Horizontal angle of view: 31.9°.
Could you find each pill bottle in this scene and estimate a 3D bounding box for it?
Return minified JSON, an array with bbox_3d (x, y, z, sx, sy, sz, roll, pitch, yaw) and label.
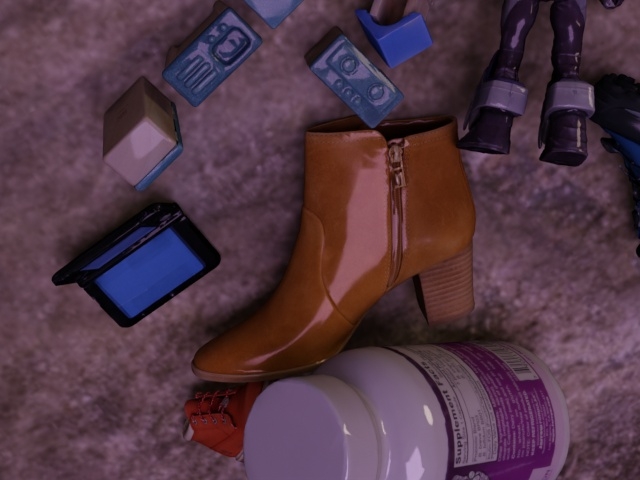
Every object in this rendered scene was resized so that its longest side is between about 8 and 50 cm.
[{"bbox_3d":[0.081,0.179,1.018,0.301,0.169,0.169,2,118,-45],"label":"pill bottle"}]

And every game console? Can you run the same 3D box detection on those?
[{"bbox_3d":[-0.167,0.026,1.030,0.122,0.107,0.071,-35,87,6],"label":"game console"}]

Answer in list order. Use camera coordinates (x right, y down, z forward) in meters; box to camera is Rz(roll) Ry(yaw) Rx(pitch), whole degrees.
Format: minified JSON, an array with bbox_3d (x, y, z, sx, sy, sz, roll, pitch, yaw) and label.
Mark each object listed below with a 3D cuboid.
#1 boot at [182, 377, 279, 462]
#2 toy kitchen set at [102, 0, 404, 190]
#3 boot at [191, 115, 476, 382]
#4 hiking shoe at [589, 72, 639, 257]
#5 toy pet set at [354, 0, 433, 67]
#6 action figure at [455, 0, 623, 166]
[{"bbox_3d":[-0.089,0.167,1.084,0.084,0.059,0.158,20,144,-7],"label":"boot"},{"bbox_3d":[-0.056,-0.107,0.958,0.207,0.122,0.166,-43,114,11],"label":"toy kitchen set"},{"bbox_3d":[0.001,0.000,1.038,0.295,0.104,0.211,-16,111,-8],"label":"boot"},{"bbox_3d":[0.341,-0.035,1.057,0.304,0.113,0.132,34,106,-26],"label":"hiking shoe"},{"bbox_3d":[0.045,-0.204,0.941,0.122,0.065,0.114,9,156,25],"label":"toy pet set"},{"bbox_3d":[0.191,-0.212,0.957,0.185,0.099,0.285,11,92,2],"label":"action figure"}]
